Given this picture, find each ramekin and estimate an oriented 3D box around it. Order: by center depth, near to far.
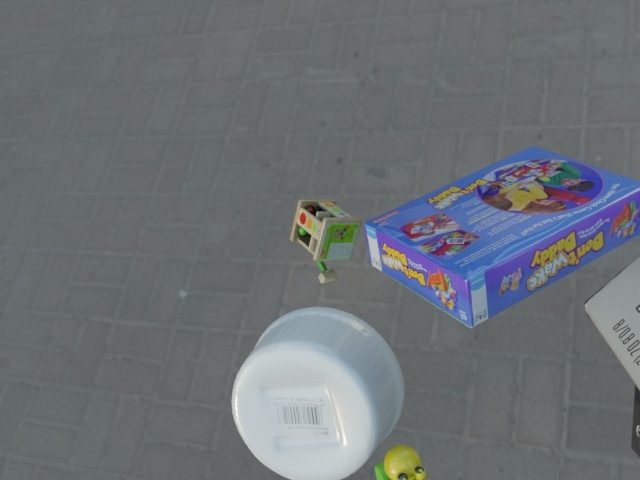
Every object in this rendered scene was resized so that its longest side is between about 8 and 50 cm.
[{"bbox_3d":[-0.011,0.260,1.232,0.277,0.135,0.277,4,104,17],"label":"ramekin"}]

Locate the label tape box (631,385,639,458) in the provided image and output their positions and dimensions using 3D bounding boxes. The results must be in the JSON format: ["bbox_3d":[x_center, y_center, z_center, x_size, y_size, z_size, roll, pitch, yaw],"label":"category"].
[{"bbox_3d":[0.460,0.254,0.847,0.106,0.333,0.240,-7,21,-4],"label":"label tape box"}]

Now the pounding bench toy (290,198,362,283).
[{"bbox_3d":[0.000,0.000,0.864,0.065,0.052,0.083,38,122,47],"label":"pounding bench toy"}]

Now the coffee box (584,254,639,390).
[{"bbox_3d":[0.234,0.084,0.207,0.168,0.119,0.297,-49,36,26],"label":"coffee box"}]

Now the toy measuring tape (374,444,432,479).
[{"bbox_3d":[0.125,0.385,0.842,0.122,0.121,0.329,-8,104,17],"label":"toy measuring tape"}]

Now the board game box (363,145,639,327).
[{"bbox_3d":[0.274,-0.022,1.106,0.347,0.078,0.233,-24,31,-22],"label":"board game box"}]
